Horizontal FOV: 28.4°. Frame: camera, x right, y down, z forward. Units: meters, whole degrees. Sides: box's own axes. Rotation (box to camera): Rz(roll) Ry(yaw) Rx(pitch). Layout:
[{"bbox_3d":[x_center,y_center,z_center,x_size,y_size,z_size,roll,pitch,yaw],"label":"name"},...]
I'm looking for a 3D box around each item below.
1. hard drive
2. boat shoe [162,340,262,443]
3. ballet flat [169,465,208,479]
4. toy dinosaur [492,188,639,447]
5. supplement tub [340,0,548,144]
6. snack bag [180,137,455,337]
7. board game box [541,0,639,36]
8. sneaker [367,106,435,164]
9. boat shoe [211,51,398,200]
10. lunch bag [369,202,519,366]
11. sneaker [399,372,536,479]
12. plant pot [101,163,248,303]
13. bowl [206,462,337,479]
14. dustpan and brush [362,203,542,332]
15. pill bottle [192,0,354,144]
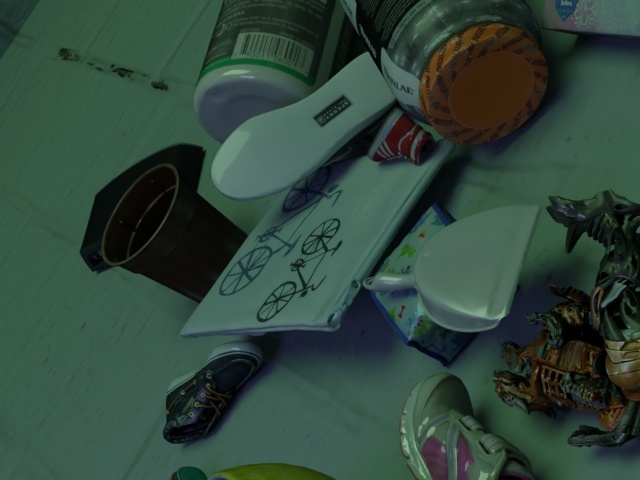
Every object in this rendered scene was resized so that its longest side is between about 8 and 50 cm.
[{"bbox_3d":[-0.307,-0.061,2.129,0.254,0.054,0.172,-27,41,38],"label":"hard drive"},{"bbox_3d":[-0.141,0.203,1.657,0.183,0.065,0.083,-37,37,38],"label":"boat shoe"},{"bbox_3d":[-0.140,0.356,1.521,0.206,0.073,0.067,-122,43,-59],"label":"ballet flat"},{"bbox_3d":[0.297,0.078,1.151,0.321,0.164,0.219,-7,68,29],"label":"toy dinosaur"},{"bbox_3d":[0.150,-0.269,1.565,0.193,0.193,0.316,-43,40,18],"label":"supplement tub"},{"bbox_3d":[0.000,0.000,1.609,0.342,0.037,0.323,-9,39,53],"label":"snack bag"},{"bbox_3d":[0.385,-0.373,1.361,0.318,0.065,0.319,20,105,58],"label":"board game box"},{"bbox_3d":[0.100,-0.115,1.565,0.042,0.067,0.118,-53,-4,-22],"label":"sneaker"},{"bbox_3d":[-0.011,-0.144,1.707,0.301,0.108,0.102,-37,-15,-9],"label":"boat shoe"},{"bbox_3d":[0.127,0.044,1.413,0.129,0.096,0.151,-49,42,10],"label":"lunch bag"},{"bbox_3d":[0.155,0.227,1.214,0.111,0.103,0.252,-34,44,24],"label":"sneaker"},{"bbox_3d":[-0.200,0.003,1.822,0.167,0.165,0.167,-33,38,30],"label":"plant pot"},{"bbox_3d":[0.014,0.332,1.205,0.156,0.290,0.289,-18,22,-24],"label":"bowl"},{"bbox_3d":[0.125,0.034,1.314,0.211,0.060,0.147,1,54,33],"label":"dustpan and brush"},{"bbox_3d":[-0.052,-0.317,1.890,0.204,0.204,0.361,-20,45,43],"label":"pill bottle"}]
